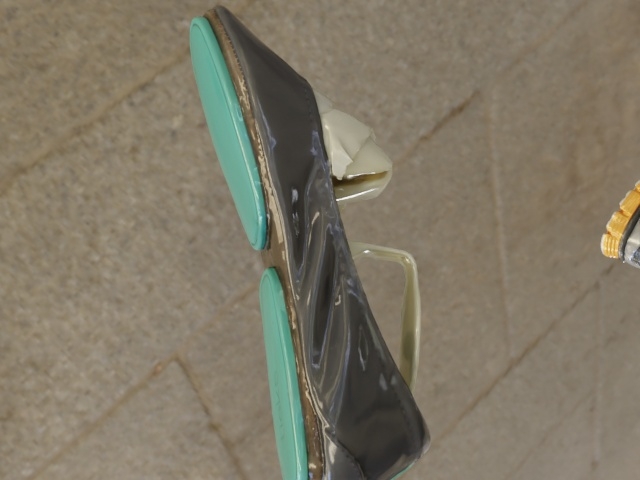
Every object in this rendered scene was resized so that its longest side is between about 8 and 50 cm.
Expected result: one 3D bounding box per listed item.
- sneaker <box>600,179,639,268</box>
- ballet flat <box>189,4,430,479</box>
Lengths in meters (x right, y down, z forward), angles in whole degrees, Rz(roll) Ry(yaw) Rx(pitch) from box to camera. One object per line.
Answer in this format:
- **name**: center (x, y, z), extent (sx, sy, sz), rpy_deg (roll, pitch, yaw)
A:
- **sneaker**: center (0.374, -0.059, 1.080), extent (0.215, 0.083, 0.084), rpy_deg (-59, 154, 9)
- **ballet flat**: center (0.000, 0.000, 0.422), extent (0.074, 0.203, 0.074), rpy_deg (-13, 167, -3)
